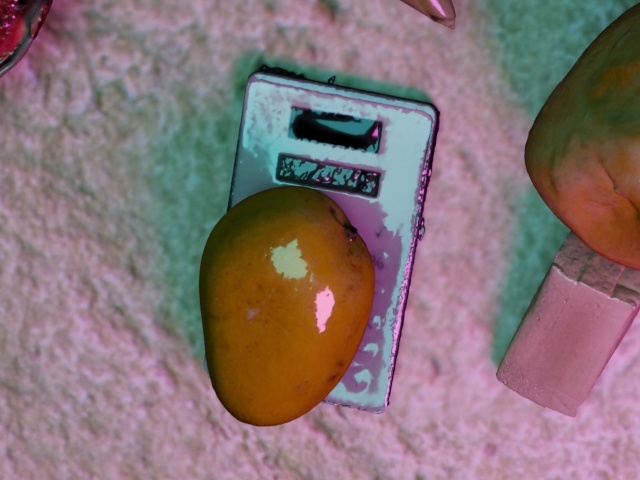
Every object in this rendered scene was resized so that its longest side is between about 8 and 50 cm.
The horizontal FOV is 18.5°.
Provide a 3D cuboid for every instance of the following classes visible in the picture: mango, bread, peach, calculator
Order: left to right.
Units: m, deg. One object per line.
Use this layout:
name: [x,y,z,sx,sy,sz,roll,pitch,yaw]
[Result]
mango: [-0.032,0.052,1.515,0.137,0.098,0.195,21,112,6]
calculator: [0.000,0.000,1.556,0.161,0.021,0.261,11,103,11]
bread: [0.204,0.048,1.514,0.077,0.105,0.152,30,137,6]
peach: [0.256,-0.076,1.398,0.235,0.214,0.214,-8,99,33]

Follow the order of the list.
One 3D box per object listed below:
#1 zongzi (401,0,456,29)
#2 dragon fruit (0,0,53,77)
zongzi: [-0.071,-0.273,1.465,0.289,0.154,0.317,-13,103,23]
dragon fruit: [-0.270,-0.221,1.537,0.161,0.126,0.274,15,113,1]
